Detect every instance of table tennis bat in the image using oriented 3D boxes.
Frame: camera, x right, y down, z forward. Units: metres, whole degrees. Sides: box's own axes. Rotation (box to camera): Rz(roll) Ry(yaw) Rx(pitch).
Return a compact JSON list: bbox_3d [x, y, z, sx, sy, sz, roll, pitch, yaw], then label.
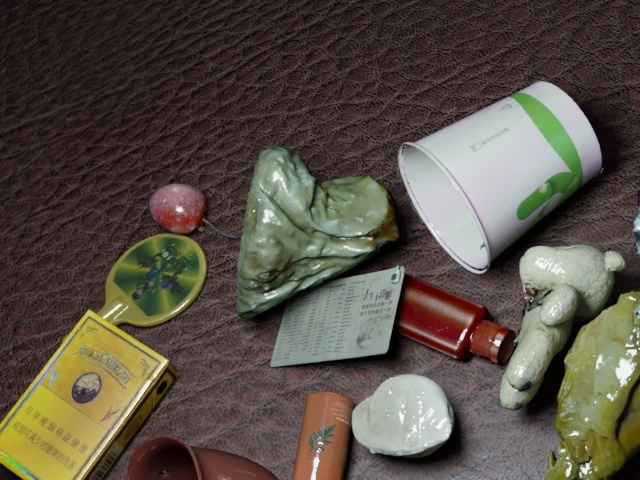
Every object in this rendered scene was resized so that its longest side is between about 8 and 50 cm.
[{"bbox_3d":[-0.353,0.109,1.954,0.321,0.050,0.198,-39,53,-11],"label":"table tennis bat"}]

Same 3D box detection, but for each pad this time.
[{"bbox_3d":[0.023,0.130,1.732,0.265,0.009,0.160,-13,52,41],"label":"pad"}]

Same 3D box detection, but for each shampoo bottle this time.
[{"bbox_3d":[0.191,0.127,1.682,0.260,0.064,0.102,21,69,34],"label":"shampoo bottle"},{"bbox_3d":[0.000,0.359,1.599,0.085,0.085,0.244,-5,58,21],"label":"shampoo bottle"}]

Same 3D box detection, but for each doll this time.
[{"bbox_3d":[0.331,0.115,1.538,0.278,0.149,0.175,-57,15,-29],"label":"doll"}]

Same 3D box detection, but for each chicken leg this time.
[{"bbox_3d":[0.377,0.281,1.434,0.152,0.201,0.429,29,80,-8],"label":"chicken leg"}]

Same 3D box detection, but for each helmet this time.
[{"bbox_3d":[-0.131,0.443,1.470,0.385,0.230,0.338,-47,46,48],"label":"helmet"}]

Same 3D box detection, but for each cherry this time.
[{"bbox_3d":[-0.228,-0.053,1.990,0.225,0.090,0.107,14,32,7],"label":"cherry"}]

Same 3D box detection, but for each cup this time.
[{"bbox_3d":[0.299,-0.117,1.704,0.274,0.253,0.253,-33,50,-11],"label":"cup"}]

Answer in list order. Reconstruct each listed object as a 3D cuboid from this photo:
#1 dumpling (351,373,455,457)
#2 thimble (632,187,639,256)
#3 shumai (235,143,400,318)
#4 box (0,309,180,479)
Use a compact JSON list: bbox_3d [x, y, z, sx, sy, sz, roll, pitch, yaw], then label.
[{"bbox_3d":[0.129,0.279,1.587,0.150,0.092,0.176,-38,51,-6],"label":"dumpling"},{"bbox_3d":[0.590,-0.035,1.565,0.237,0.150,0.237,-11,56,17],"label":"thimble"},{"bbox_3d":[0.000,0.000,1.762,0.263,0.309,0.304,8,92,0],"label":"shumai"},{"bbox_3d":[-0.413,0.296,1.796,0.192,0.084,0.301,29,72,20],"label":"box"}]
